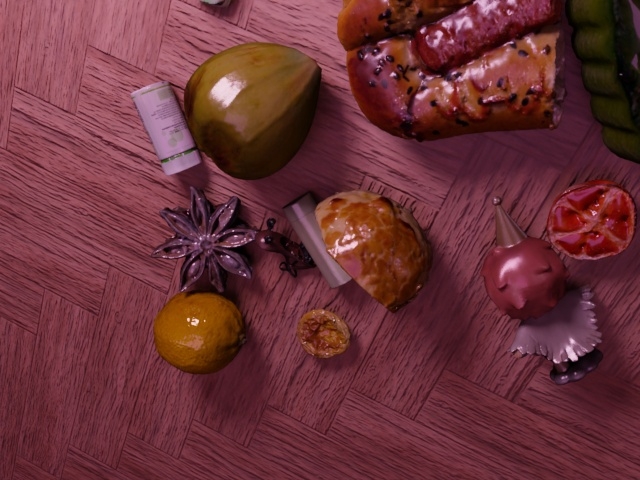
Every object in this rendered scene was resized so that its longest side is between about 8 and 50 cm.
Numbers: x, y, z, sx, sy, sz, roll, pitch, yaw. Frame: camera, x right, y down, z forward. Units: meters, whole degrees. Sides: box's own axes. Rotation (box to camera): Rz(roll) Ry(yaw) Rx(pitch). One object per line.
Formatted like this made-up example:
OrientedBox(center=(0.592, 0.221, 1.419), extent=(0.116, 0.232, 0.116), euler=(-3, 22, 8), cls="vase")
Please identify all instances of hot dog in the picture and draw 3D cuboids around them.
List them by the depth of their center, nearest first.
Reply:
OrientedBox(center=(0.208, -0.349, 0.985), extent=(0.366, 0.196, 0.367), euler=(-3, 108, 23), cls="hot dog")

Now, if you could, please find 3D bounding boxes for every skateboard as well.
OrientedBox(center=(-0.076, 0.026, 1.283), extent=(0.151, 0.067, 0.080), euler=(33, 124, -23), cls="skateboard")

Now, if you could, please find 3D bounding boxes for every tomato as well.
OrientedBox(center=(0.487, -0.042, 1.081), extent=(0.156, 0.069, 0.155), euler=(6, 114, 12), cls="tomato")

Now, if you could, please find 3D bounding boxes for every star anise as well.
OrientedBox(center=(-0.251, 0.000, 1.319), extent=(0.223, 0.109, 0.235), euler=(12, 102, -11), cls="star anise")

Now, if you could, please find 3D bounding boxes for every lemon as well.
OrientedBox(center=(-0.275, 0.210, 1.361), extent=(0.231, 0.192, 0.192), euler=(13, 115, 20), cls="lemon")

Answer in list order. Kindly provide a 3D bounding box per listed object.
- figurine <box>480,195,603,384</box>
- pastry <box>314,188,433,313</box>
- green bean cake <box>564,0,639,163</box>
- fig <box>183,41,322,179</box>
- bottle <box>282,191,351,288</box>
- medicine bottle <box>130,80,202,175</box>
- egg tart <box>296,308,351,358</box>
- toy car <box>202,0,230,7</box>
OrientedBox(center=(0.396, 0.098, 1.126), extent=(0.207, 0.166, 0.387), euler=(-36, 100, -4), cls="figurine")
OrientedBox(center=(0.116, 0.003, 1.139), extent=(0.170, 0.237, 0.256), euler=(-36, 97, 9), cls="pastry")
OrientedBox(center=(0.563, -0.287, 0.847), extent=(0.335, 0.218, 0.319), euler=(-25, 105, 11), cls="green bean cake")
OrientedBox(center=(-0.114, -0.248, 1.111), extent=(0.271, 0.239, 0.239), euler=(-30, 100, 7), cls="fig")
OrientedBox(center=(0.000, 0.000, 1.255), extent=(0.072, 0.072, 0.201), euler=(-28, 100, 25), cls="bottle")
OrientedBox(center=(-0.324, -0.236, 1.256), extent=(0.086, 0.086, 0.183), euler=(-14, 106, 23), cls="medicine bottle")
OrientedBox(center=(0.009, 0.210, 1.349), extent=(0.131, 0.052, 0.130), euler=(6, 111, 15), cls="egg tart")
OrientedBox(center=(-0.188, -0.549, 1.090), extent=(0.090, 0.076, 0.224), euler=(24, 117, 9), cls="toy car")
